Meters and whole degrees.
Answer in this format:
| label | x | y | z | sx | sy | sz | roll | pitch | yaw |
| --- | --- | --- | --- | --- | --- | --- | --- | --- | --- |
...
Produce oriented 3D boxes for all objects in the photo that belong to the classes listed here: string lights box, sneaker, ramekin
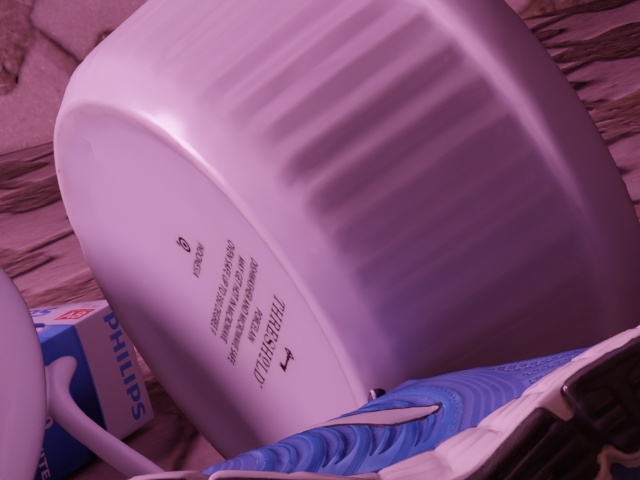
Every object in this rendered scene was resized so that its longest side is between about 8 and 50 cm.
| label | x | y | z | sx | sy | sz | roll | pitch | yaw |
| --- | --- | --- | --- | --- | --- | --- | --- | --- | --- |
| string lights box | -0.219 | 0.113 | 0.944 | 0.133 | 0.077 | 0.259 | -8 | 14 | 34 |
| sneaker | 0.018 | 0.115 | 0.586 | 0.330 | 0.130 | 0.147 | -17 | -6 | -4 |
| ramekin | 0.000 | 0.000 | 0.763 | 0.127 | 0.273 | 0.273 | -34 | 18 | -24 |

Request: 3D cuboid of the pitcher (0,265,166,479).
| label | x | y | z | sx | sy | sz | roll | pitch | yaw |
| --- | --- | --- | --- | --- | --- | --- | --- | --- | --- |
| pitcher | -0.149 | 0.086 | 0.777 | 0.177 | 0.125 | 0.207 | -4 | 45 | -20 |
